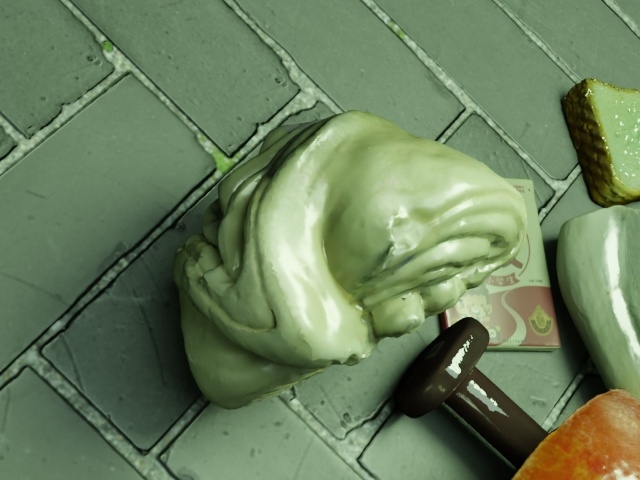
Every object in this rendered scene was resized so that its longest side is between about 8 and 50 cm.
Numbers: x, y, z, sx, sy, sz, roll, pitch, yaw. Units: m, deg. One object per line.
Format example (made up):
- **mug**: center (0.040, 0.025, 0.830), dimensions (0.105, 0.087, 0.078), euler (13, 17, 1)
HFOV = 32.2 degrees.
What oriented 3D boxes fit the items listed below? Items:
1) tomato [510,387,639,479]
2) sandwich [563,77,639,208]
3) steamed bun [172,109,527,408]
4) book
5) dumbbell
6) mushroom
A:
- **tomato**: center (0.312, 0.343, 1.167), dimensions (0.338, 0.143, 0.338), euler (-14, 112, -38)
- **sandwich**: center (0.458, -0.142, 1.557), dimensions (0.214, 0.065, 0.186), euler (-3, 72, -24)
- **steamed bun**: center (0.000, 0.000, 1.132), dimensions (0.339, 0.352, 0.247), euler (-29, 92, -27)
- **book**: center (0.216, 0.027, 1.409), dimensions (0.162, 0.022, 0.232), euler (3, 70, -23)
- **dumbbell**: center (0.203, 0.205, 1.273), dimensions (0.225, 0.124, 0.140), euler (42, 59, -4)
- **mushroom**: center (0.386, 0.107, 1.396), dimensions (0.159, 0.122, 0.329), euler (0, 70, -14)
